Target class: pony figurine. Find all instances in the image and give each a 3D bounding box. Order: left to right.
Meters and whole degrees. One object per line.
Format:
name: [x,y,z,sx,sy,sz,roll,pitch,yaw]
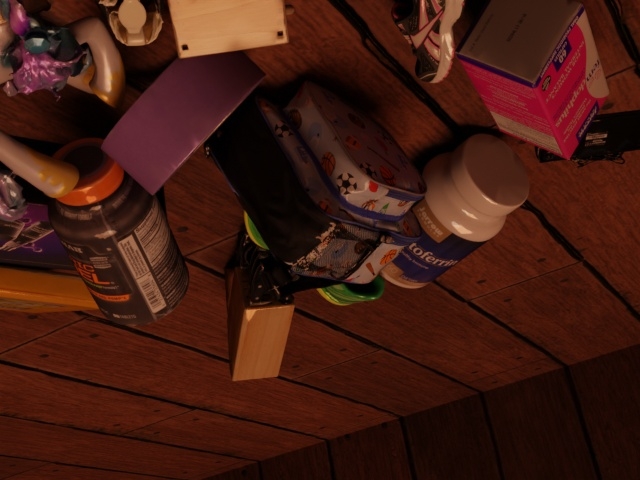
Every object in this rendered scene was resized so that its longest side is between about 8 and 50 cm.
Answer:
pony figurine: [-0.363,-0.161,0.920,0.351,0.303,0.363,-42,153,-9]

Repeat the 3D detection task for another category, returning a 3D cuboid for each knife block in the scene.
knife block: [-0.096,0.116,1.616,0.088,0.276,0.242,-3,-176,-15]

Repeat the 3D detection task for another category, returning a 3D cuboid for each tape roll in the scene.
tape roll: [-0.153,-0.145,1.074,0.080,0.189,0.189,43,136,-9]

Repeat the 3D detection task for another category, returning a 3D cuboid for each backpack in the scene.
backpack: [0.012,-0.067,1.269,0.213,0.277,0.263,-36,152,18]

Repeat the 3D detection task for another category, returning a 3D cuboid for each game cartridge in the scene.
game cartridge: [-0.523,0.070,1.436,0.323,0.053,0.285,8,170,-39]

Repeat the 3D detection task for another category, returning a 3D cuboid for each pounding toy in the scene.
pounding toy: [-0.087,-0.244,0.978,0.130,0.141,0.100,-9,127,-4]

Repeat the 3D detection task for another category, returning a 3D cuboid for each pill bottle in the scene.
pill bottle: [-0.256,-0.013,1.193,0.130,0.130,0.246,-12,138,2]
pill bottle: [0.192,-0.044,1.483,0.153,0.153,0.264,5,150,-31]

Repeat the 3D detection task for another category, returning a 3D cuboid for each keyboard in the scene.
keyboard: [0.421,-0.160,1.490,0.192,0.038,0.100,-7,132,-7]

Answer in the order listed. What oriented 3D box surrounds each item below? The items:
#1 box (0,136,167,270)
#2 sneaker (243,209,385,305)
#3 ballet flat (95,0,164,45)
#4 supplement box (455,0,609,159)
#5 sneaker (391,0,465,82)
box: [-0.370,-0.043,1.316,0.261,0.103,0.184,7,152,-35]
sneaker: [0.000,0.000,1.467,0.123,0.109,0.295,1,150,45]
ballet flat: [-0.188,-0.232,0.946,0.074,0.074,0.203,-6,175,-11]
supplement box: [0.265,-0.204,1.170,0.111,0.114,0.220,-59,151,-3]
sneaker: [0.119,-0.257,1.116,0.077,0.072,0.178,2,147,-1]
